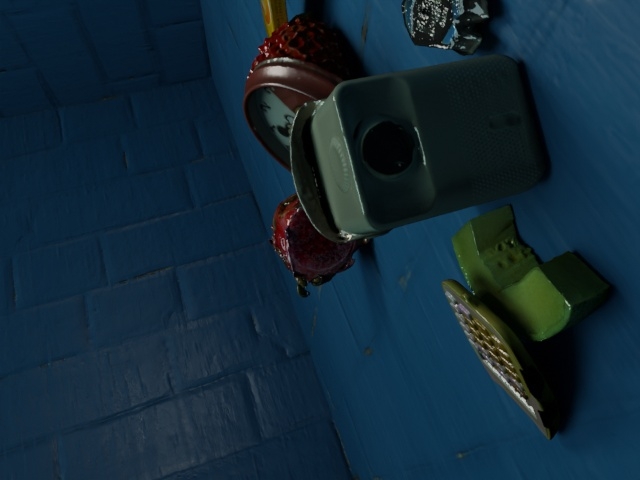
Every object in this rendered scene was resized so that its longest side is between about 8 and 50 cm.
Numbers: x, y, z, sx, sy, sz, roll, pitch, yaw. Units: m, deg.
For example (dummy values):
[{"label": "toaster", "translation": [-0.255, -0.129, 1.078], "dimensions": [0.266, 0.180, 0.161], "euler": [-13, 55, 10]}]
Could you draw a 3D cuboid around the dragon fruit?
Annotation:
[{"label": "dragon fruit", "translation": [0.000, 0.000, 1.120], "dimensions": [0.147, 0.211, 0.282], "euler": [-171, 87, -67]}]

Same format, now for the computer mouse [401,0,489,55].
[{"label": "computer mouse", "translation": [0.147, -0.257, 0.558], "dimensions": [0.135, 0.047, 0.079], "euler": [49, 146, 43]}]

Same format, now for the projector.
[{"label": "projector", "translation": [0.091, -0.095, 0.555], "dimensions": [0.177, 0.242, 0.163], "euler": [168, 88, -78]}]

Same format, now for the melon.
[{"label": "melon", "translation": [0.223, 0.035, 0.558], "dimensions": [0.209, 0.064, 0.118], "euler": [-117, 16, -49]}]

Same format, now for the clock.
[{"label": "clock", "translation": [0.002, -0.193, 0.878], "dimensions": [0.318, 0.080, 0.318], "euler": [28, 162, 10]}]

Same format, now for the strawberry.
[{"label": "strawberry", "translation": [-0.024, -0.333, 0.960], "dimensions": [0.234, 0.233, 0.178], "euler": [113, 167, -70]}]

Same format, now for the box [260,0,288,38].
[{"label": "box", "translation": [-0.099, -0.492, 0.987], "dimensions": [0.269, 0.043, 0.152], "euler": [84, 169, -64]}]

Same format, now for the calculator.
[{"label": "calculator", "translation": [0.219, 0.137, 0.596], "dimensions": [0.236, 0.033, 0.157], "euler": [53, -179, -34]}]

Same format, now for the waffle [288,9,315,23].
[{"label": "waffle", "translation": [-0.031, -0.372, 1.140], "dimensions": [0.168, 0.057, 0.274], "euler": [-145, 42, -69]}]
